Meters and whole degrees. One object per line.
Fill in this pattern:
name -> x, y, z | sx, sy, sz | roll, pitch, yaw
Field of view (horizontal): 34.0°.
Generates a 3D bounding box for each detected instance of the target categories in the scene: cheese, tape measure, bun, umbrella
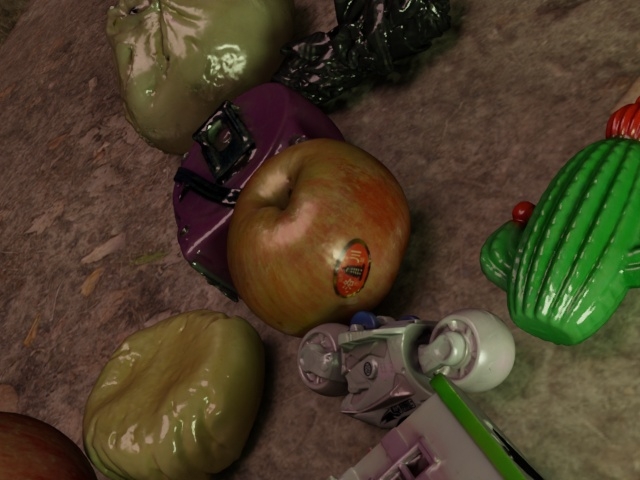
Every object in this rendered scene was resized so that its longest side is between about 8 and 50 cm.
cheese -> -0.158, 0.174, 1.178 | 0.214, 0.117, 0.226 | -8, 47, 42
tape measure -> -0.079, -0.075, 1.290 | 0.231, 0.149, 0.245 | -48, 31, 9
bun -> -0.197, -0.313, 1.631 | 0.326, 0.234, 0.361 | -11, 56, 41
umbrella -> 0.025, -0.259, 1.374 | 0.337, 0.128, 0.154 | -20, 48, 47

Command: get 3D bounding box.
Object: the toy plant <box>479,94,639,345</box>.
toy plant -> 0.242, -0.019, 0.867 | 0.240, 0.088, 0.154 | -41, 43, -2

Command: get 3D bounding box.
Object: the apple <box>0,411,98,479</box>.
apple -> -0.367, 0.342, 1.072 | 0.345, 0.270, 0.344 | -172, 90, -77

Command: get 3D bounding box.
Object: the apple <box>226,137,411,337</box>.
apple -> 0.000, 0.000, 1.094 | 0.209, 0.164, 0.209 | -31, 35, 24

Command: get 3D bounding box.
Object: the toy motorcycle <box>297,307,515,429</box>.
toy motorcycle -> 0.071, 0.119, 0.957 | 0.254, 0.112, 0.112 | -10, 50, 50

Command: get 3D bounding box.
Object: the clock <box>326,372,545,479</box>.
clock -> 0.052, 0.283, 0.730 | 0.309, 0.166, 0.235 | -42, 31, 3
